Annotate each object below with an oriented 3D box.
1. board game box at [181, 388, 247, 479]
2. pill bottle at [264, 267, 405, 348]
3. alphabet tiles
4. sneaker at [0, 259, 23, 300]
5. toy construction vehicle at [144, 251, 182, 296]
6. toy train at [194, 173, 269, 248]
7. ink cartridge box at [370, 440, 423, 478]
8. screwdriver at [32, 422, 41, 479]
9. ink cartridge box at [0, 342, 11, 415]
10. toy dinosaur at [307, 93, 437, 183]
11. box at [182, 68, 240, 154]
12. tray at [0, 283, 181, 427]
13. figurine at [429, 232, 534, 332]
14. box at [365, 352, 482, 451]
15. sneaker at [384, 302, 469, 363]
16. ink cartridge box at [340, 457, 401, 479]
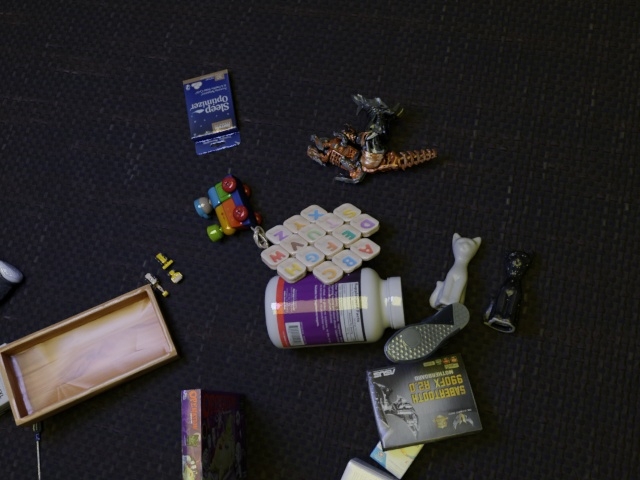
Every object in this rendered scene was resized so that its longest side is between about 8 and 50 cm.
[{"bbox_3d":[-0.231,0.443,1.469,0.056,0.347,0.208,-10,75,6],"label":"board game box"},{"bbox_3d":[0.038,0.161,1.581,0.322,0.181,0.182,-6,75,8],"label":"pill bottle"},{"bbox_3d":[0.000,0.000,1.625,0.284,0.021,0.278,-31,43,-22],"label":"alphabet tiles"},{"bbox_3d":[-0.970,0.095,1.817,0.268,0.101,0.153,26,79,13],"label":"sneaker"},{"bbox_3d":[-0.422,0.092,1.762,0.098,0.035,0.086,40,74,14],"label":"toy construction vehicle"},{"bbox_3d":[-0.233,-0.036,1.728,0.143,0.105,0.248,-27,72,13],"label":"toy train"},{"bbox_3d":[0.187,0.480,1.539,0.088,0.052,0.122,34,82,16],"label":"ink cartridge box"},{"bbox_3d":[-0.732,0.534,1.705,0.025,0.024,0.170,-22,72,34],"label":"screwdriver"},{"bbox_3d":[-0.868,0.383,1.734,0.203,0.086,0.148,-31,73,1],"label":"ink cartridge box"},{"bbox_3d":[0.133,-0.251,1.715,0.321,0.164,0.219,9,92,-6],"label":"toy dinosaur"},{"bbox_3d":[-0.307,-0.364,1.856,0.136,0.036,0.225,-13,75,7],"label":"box"},{"bbox_3d":[-0.588,0.290,1.674,0.410,0.076,0.203,-24,73,-9],"label":"tray"},{"bbox_3d":[0.394,0.091,1.594,0.214,0.092,0.210,16,71,15],"label":"figurine"},{"bbox_3d":[0.234,0.373,1.517,0.230,0.056,0.183,-9,62,-4],"label":"box"},{"bbox_3d":[0.226,0.236,1.527,0.226,0.163,0.086,-23,75,-24],"label":"sneaker"},{"bbox_3d":[0.156,0.645,1.467,0.283,0.117,0.207,23,80,15],"label":"ink cartridge box"}]
